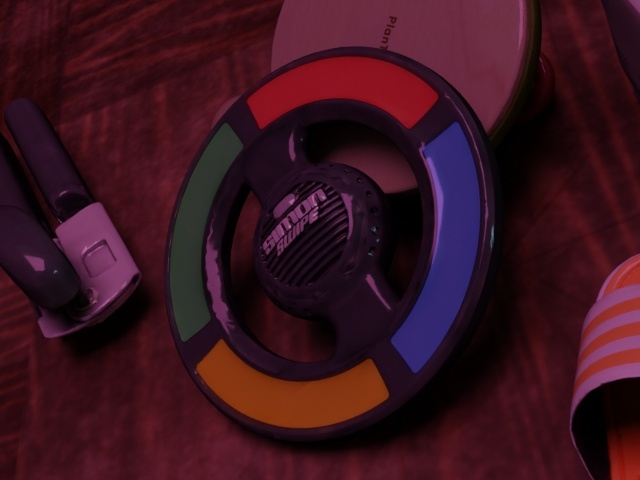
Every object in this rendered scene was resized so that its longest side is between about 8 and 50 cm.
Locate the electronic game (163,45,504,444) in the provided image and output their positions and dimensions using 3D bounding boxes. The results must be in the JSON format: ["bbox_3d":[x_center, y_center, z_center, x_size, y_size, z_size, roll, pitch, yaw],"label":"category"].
[{"bbox_3d":[0.000,0.000,0.729,0.229,0.048,0.229,-11,71,34],"label":"electronic game"}]

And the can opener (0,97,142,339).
[{"bbox_3d":[-0.206,-0.033,0.913,0.076,0.095,0.283,-35,41,-3],"label":"can opener"}]

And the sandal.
[{"bbox_3d":[0.162,0.092,0.574,0.102,0.076,0.265,-10,46,24],"label":"sandal"}]

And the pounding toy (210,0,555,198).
[{"bbox_3d":[0.056,-0.091,0.811,0.237,0.110,0.183,-48,58,22],"label":"pounding toy"}]

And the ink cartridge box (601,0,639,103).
[{"bbox_3d":[0.254,-0.126,0.688,0.176,0.127,0.128,-29,41,7],"label":"ink cartridge box"}]
